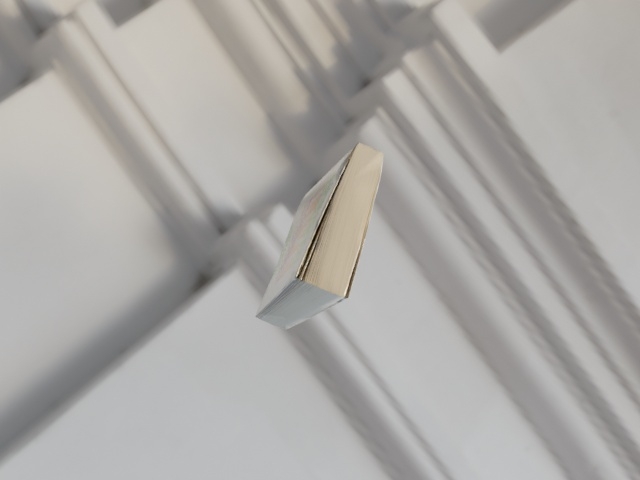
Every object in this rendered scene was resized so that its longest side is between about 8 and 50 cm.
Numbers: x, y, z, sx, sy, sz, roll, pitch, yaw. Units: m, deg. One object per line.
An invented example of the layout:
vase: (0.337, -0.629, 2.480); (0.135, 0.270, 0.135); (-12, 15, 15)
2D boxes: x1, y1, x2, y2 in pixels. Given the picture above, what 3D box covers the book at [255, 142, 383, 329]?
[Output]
book: (0.000, 0.000, 0.996); (0.035, 0.096, 0.144); (22, -16, -8)
